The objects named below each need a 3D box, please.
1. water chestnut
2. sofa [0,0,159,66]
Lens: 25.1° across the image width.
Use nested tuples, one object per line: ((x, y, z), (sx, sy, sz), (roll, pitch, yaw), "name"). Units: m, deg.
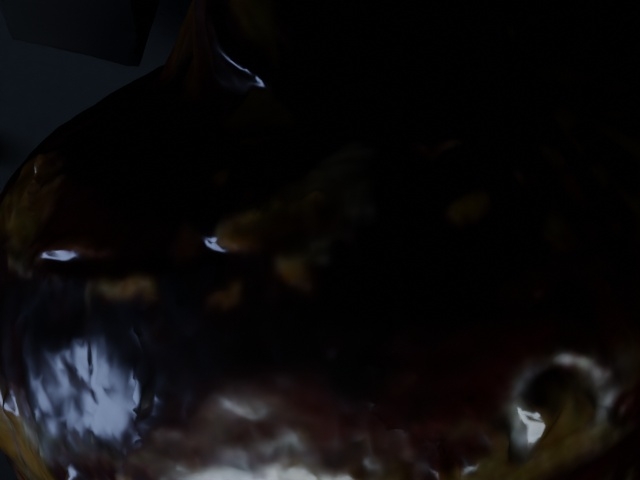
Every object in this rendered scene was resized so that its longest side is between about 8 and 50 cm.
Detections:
((0.000, 0.000, 0.529), (0.300, 0.300, 0.300), (11, 161, 4), "water chestnut")
((-0.097, -0.114, 0.558), (0.060, 0.039, 0.118), (10, 161, 1), "sofa")
